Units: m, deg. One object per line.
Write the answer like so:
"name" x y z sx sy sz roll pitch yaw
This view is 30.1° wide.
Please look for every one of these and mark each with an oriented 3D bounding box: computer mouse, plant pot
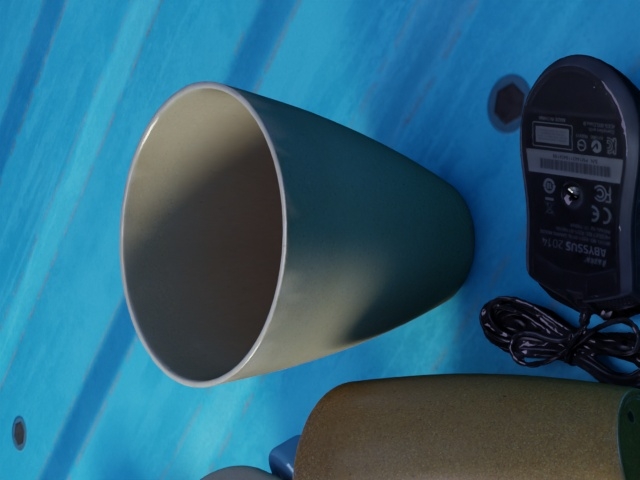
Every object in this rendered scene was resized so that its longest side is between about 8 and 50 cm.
"computer mouse" 0.222 -0.019 0.976 0.188 0.072 0.272 21 117 48
"plant pot" 0.149 0.200 0.953 0.254 0.237 0.237 -21 72 34
"plant pot" 0.000 0.000 1.081 0.256 0.274 0.256 -5 84 51

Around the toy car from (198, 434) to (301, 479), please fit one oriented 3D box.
"toy car" -0.047 0.370 1.231 0.210 0.219 0.238 31 142 47
